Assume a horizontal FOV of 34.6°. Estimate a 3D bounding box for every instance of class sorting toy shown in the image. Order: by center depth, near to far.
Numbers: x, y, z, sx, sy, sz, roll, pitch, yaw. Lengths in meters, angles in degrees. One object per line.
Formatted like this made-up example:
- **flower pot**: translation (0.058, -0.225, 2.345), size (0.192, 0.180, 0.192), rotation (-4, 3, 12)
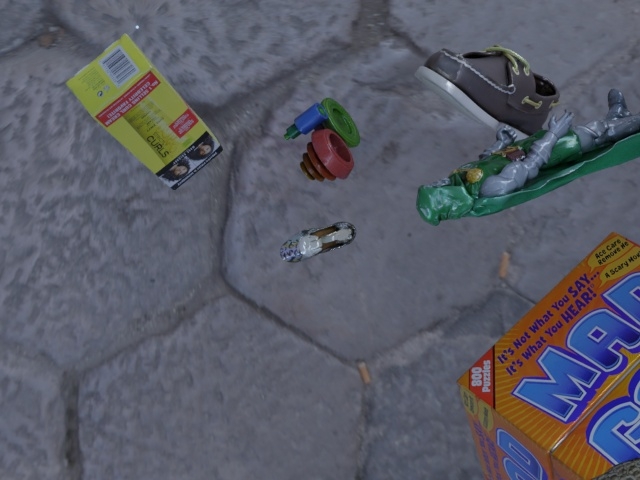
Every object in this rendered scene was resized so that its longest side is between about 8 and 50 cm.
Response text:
- **sorting toy**: translation (0.000, -0.086, 0.895), size (0.042, 0.102, 0.061), rotation (-33, 113, 24)

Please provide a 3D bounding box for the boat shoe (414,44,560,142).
- **boat shoe**: translation (0.220, -0.195, 1.295), size (0.116, 0.324, 0.096), rotation (43, 105, 26)

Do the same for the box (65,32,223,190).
- **box**: translation (-0.191, -0.138, 1.159), size (0.087, 0.232, 0.058), rotation (-39, 68, -1)

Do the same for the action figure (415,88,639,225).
- **action figure**: translation (0.170, -0.065, 0.802), size (0.232, 0.137, 0.063), rotation (-25, 99, -25)

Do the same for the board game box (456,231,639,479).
- **board game box**: translation (0.476, 0.285, 1.546), size (0.356, 0.356, 0.356), rotation (-41, 140, -17)

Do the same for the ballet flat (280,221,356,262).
- **ballet flat**: translation (0.000, 0.000, 1.381), size (0.114, 0.041, 0.041), rotation (-19, 105, -25)

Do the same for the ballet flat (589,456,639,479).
- **ballet flat**: translation (0.331, 0.313, 0.677), size (0.182, 0.483, 0.164), rotation (-6, 118, -23)
